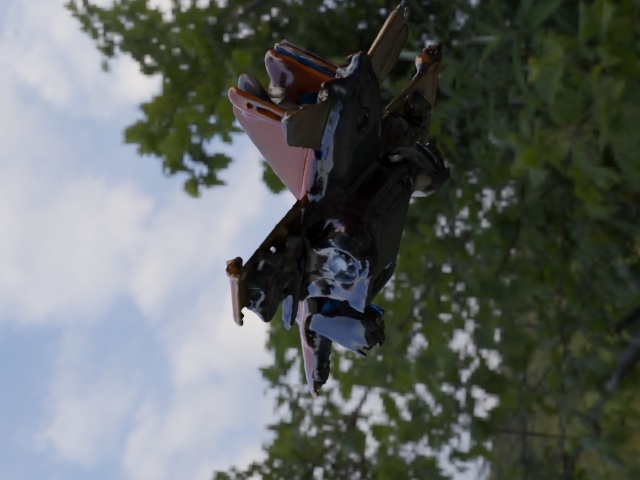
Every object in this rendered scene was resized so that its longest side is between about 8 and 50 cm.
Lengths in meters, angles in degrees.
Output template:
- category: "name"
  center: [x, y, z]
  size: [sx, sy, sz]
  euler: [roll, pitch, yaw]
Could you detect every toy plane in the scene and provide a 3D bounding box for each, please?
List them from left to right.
- category: "toy plane"
  center: [0.010, 0.005, 0.446]
  size: [0.135, 0.062, 0.188]
  euler: [-46, -36, -36]
